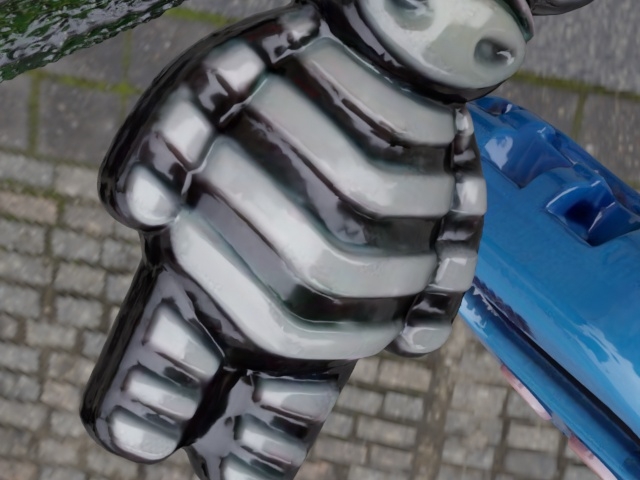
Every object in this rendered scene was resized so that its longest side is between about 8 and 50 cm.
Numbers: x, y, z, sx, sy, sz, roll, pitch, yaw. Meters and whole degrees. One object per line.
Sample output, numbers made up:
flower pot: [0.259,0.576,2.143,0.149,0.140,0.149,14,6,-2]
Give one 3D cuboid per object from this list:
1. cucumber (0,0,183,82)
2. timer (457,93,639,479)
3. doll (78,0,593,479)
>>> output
cucumber: [-0.153,-0.164,1.102,0.187,0.058,0.058,-26,112,-15]
timer: [0.181,0.065,0.974,0.115,0.340,0.309,-42,134,-3]
doll: [0.016,-0.045,0.364,0.091,0.067,0.219,27,87,-23]
